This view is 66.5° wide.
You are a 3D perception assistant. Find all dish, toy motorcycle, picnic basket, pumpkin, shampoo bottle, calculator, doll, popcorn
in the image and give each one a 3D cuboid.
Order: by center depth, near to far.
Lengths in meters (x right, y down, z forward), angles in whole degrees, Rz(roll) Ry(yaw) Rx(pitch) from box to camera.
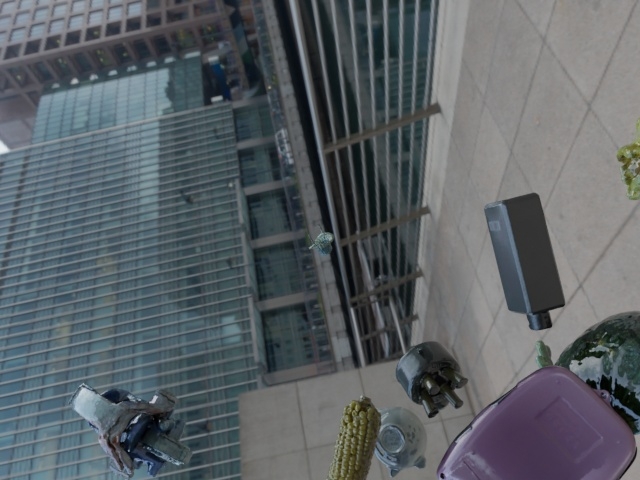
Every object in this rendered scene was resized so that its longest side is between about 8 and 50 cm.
[{"bbox_3d":[0.333,0.332,0.753,0.194,0.294,0.043,48,-172,26],"label":"calculator"},{"bbox_3d":[0.544,0.245,0.887,0.293,0.263,0.197,-56,48,41],"label":"pumpkin"},{"bbox_3d":[0.377,0.041,0.897,0.080,0.079,0.246,162,95,-82],"label":"shampoo bottle"},{"bbox_3d":[-0.399,0.377,1.047,0.319,0.182,0.241,-15,105,55],"label":"toy motorcycle"},{"bbox_3d":[0.808,-0.198,1.104,0.212,0.259,0.259,1,-105,-64],"label":"popcorn"},{"bbox_3d":[0.000,0.000,1.355,0.083,0.083,0.065,55,-137,-18],"label":"picnic basket"},{"bbox_3d":[0.676,0.370,1.444,0.115,0.077,0.150,45,-142,-40],"label":"doll"},{"bbox_3d":[0.246,0.680,1.646,0.086,0.236,0.228,38,-110,-62],"label":"dish"}]

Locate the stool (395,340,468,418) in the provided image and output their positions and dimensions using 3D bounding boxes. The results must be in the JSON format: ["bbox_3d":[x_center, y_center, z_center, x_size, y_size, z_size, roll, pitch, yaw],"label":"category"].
[{"bbox_3d":[0.301,0.363,1.249,0.228,0.153,0.139,38,-171,-34],"label":"stool"}]

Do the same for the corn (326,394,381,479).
[{"bbox_3d":[0.060,0.495,1.049,0.097,0.097,0.320,74,-148,-79],"label":"corn"}]
